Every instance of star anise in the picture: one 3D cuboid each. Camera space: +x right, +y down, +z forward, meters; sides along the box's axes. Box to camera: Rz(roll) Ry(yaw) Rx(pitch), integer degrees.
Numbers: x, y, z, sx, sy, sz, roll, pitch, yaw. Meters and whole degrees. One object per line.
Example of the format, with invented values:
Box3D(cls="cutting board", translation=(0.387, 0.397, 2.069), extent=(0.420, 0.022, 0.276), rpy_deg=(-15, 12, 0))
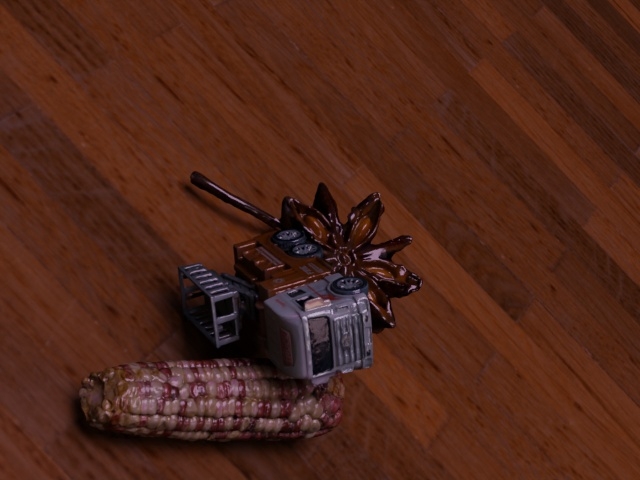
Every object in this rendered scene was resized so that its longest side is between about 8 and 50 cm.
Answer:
Box3D(cls="star anise", translation=(-0.001, -0.003, 1.176), extent=(0.177, 0.073, 0.234), rpy_deg=(-28, 81, -34))

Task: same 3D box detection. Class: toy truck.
Box3D(cls="toy truck", translation=(-0.036, 0.059, 1.007), extent=(0.115, 0.080, 0.177), rpy_deg=(-15, 25, -24))

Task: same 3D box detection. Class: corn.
Box3D(cls="corn", translation=(-0.085, 0.133, 0.989), extent=(0.237, 0.079, 0.080), rpy_deg=(5, 55, -37))
